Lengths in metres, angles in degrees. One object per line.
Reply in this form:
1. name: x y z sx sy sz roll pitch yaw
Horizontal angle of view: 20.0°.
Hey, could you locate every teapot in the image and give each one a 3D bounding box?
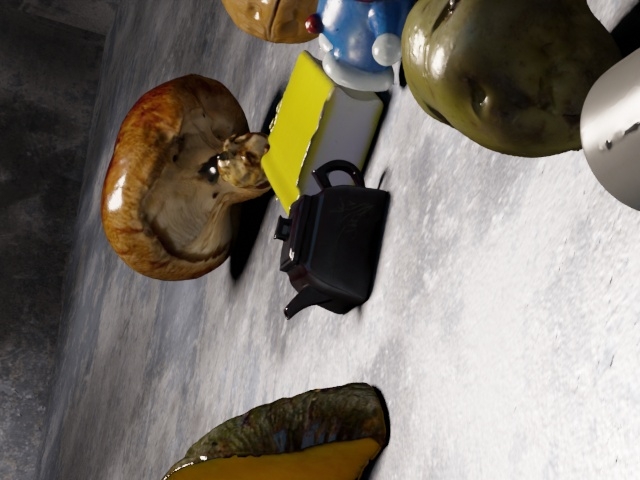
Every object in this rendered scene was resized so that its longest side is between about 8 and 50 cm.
1. teapot: 0.000 0.000 1.834 0.087 0.096 0.177 145 139 -68

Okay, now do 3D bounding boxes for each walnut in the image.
1. walnut: -0.042 -0.326 2.186 0.207 0.167 0.167 108 171 -61

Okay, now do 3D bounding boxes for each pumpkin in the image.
1. pumpkin: -0.061 0.199 1.724 0.278 0.163 0.111 123 156 -47

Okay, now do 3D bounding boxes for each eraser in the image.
1. eraser: -0.003 -0.114 2.019 0.226 0.069 0.158 -120 50 -71

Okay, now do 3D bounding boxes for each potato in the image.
1. potato: 0.138 -0.129 1.324 0.137 0.154 0.200 -29 13 -3

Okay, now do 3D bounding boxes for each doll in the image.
1. doll: 0.061 -0.284 1.846 0.215 0.161 0.257 -115 24 -48

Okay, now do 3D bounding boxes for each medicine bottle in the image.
1. medicine bottle: 0.229 -0.079 1.048 0.168 0.105 0.105 145 139 -69

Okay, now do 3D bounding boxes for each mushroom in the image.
1. mushroom: -0.162 -0.065 2.355 0.254 0.267 0.267 42 122 36
